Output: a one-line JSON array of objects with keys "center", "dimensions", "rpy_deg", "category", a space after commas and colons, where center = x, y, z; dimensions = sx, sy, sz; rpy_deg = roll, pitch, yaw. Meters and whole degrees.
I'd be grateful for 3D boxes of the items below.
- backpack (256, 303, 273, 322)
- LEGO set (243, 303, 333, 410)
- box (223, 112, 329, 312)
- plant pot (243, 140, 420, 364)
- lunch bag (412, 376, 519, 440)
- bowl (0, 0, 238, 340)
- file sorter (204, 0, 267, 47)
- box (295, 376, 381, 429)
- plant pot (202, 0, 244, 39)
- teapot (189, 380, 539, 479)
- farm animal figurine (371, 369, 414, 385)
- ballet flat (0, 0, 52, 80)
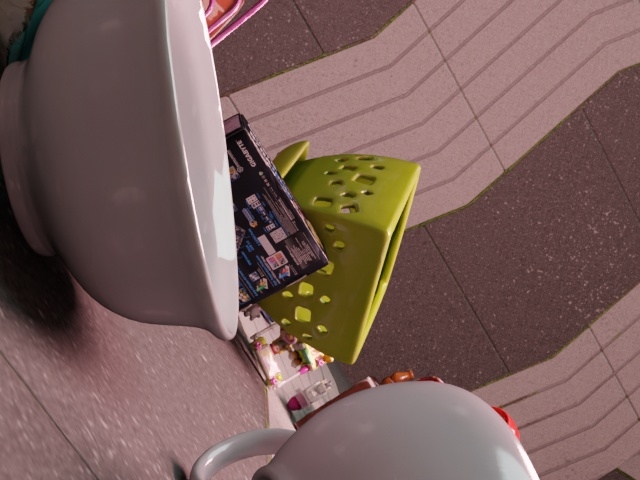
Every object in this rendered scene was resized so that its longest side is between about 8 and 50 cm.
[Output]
[{"center": [-0.083, 0.118, 2.098], "dimensions": [0.114, 0.084, 0.105], "rpy_deg": [53, -1, 19], "category": "backpack"}, {"center": [-0.092, 0.128, 1.569], "dimensions": [0.287, 0.107, 0.132], "rpy_deg": [54, -36, 12], "category": "LEGO set"}, {"center": [-0.115, -0.020, 1.282], "dimensions": [0.220, 0.175, 0.051], "rpy_deg": [57, 8, -29], "category": "box"}, {"center": [0.000, 0.000, 1.469], "dimensions": [0.227, 0.207, 0.228], "rpy_deg": [-59, 166, -58], "category": "plant pot"}, {"center": [0.120, 0.283, 1.266], "dimensions": [0.120, 0.258, 0.293], "rpy_deg": [58, 1, -21], "category": "lunch bag"}, {"center": [-0.145, -0.066, 0.757], "dimensions": [0.298, 0.134, 0.297], "rpy_deg": [-8, 90, -90], "category": "bowl"}, {"center": [-0.223, -0.303, 1.223], "dimensions": [0.291, 0.182, 0.202], "rpy_deg": [4, -48, 55], "category": "file sorter"}, {"center": [0.078, 0.332, 1.701], "dimensions": [0.191, 0.143, 0.381], "rpy_deg": [58, -2, 8], "category": "box"}, {"center": [-0.301, -0.375, 1.559], "dimensions": [0.265, 0.272, 0.272], "rpy_deg": [50, 3, -19], "category": "plant pot"}, {"center": [0.020, 0.209, 0.665], "dimensions": [0.256, 0.187, 0.252], "rpy_deg": [120, -38, -61], "category": "teapot"}, {"center": [0.153, 0.442, 2.198], "dimensions": [0.330, 0.172, 0.326], "rpy_deg": [71, 2, -53], "category": "farm animal figurine"}, {"center": [-0.265, -0.182, 0.934], "dimensions": [0.147, 0.147, 0.409], "rpy_deg": [58, -3, 0], "category": "ballet flat"}]
